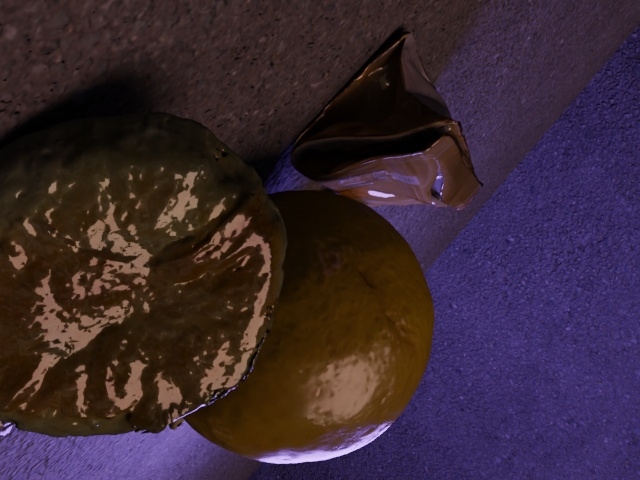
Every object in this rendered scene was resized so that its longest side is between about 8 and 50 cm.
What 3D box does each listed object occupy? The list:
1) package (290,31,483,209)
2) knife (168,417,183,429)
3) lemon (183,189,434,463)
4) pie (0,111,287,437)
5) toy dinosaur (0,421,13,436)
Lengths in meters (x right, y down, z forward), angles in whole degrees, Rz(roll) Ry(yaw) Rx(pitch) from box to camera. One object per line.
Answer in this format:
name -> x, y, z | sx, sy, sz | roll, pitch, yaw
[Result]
package -> 0.119, -0.114, 1.098 | 0.221, 0.165, 0.311 | -46, 165, 6
knife -> -0.225, 0.241, 1.407 | 0.061, 0.027, 0.343 | -30, 157, -34
lemon -> -0.033, 0.101, 0.965 | 0.348, 0.348, 0.348 | -41, 165, -13
pie -> -0.165, 0.037, 0.651 | 0.306, 0.071, 0.306 | -8, 117, -17
toy dinosaur -> -0.368, 0.184, 0.779 | 0.200, 0.072, 0.251 | -43, 176, 28
